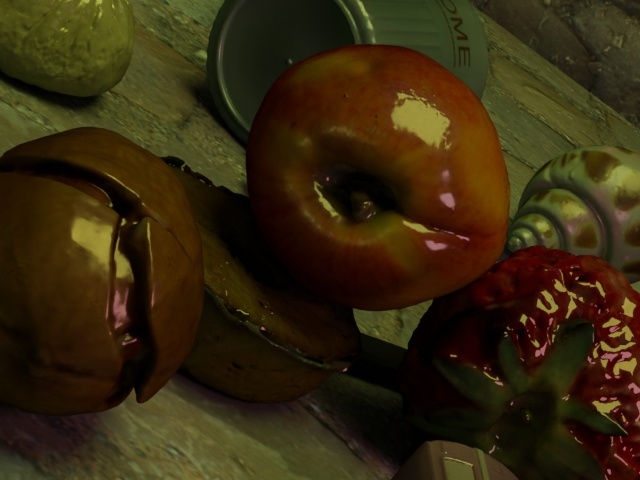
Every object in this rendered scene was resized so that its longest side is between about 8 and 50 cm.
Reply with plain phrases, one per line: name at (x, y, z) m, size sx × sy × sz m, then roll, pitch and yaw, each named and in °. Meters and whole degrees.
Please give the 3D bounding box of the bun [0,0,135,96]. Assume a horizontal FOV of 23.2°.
bun at (-0.296, -0.262, 1.697) m, size 0.220 × 0.134 × 0.220 m, roll 28°, pitch 26°, yaw -15°

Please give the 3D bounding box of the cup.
cup at (0.030, -0.192, 1.991) m, size 0.257 × 0.331 × 0.311 m, roll 10°, pitch 10°, yaw 29°

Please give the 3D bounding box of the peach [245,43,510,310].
peach at (0.057, -0.060, 1.459) m, size 0.281 × 0.238 × 0.281 m, roll 28°, pitch 14°, yaw -8°

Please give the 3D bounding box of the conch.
conch at (0.398, -0.035, 2.267) m, size 0.368 × 0.197 × 0.249 m, roll 15°, pitch -7°, yaw -37°

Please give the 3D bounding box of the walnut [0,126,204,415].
walnut at (-0.193, 0.010, 1.233) m, size 0.209 × 0.209 × 0.336 m, roll 31°, pitch 15°, yaw -18°

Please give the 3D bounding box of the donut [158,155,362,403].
donut at (-0.087, 0.048, 1.457) m, size 0.272 × 0.107 × 0.272 m, roll 36°, pitch 22°, yaw -18°

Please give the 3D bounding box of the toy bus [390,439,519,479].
toy bus at (0.113, 0.274, 1.252) m, size 0.142 × 0.142 × 0.202 m, roll 31°, pitch 20°, yaw -16°

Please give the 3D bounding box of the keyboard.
keyboard at (0.077, 0.130, 1.651) m, size 0.231 × 0.023 × 0.072 m, roll 22°, pitch 20°, yaw -37°

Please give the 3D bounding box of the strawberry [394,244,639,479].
strawberry at (0.234, 0.135, 1.542) m, size 0.292 × 0.292 × 0.310 m, roll 39°, pitch 37°, yaw 2°
